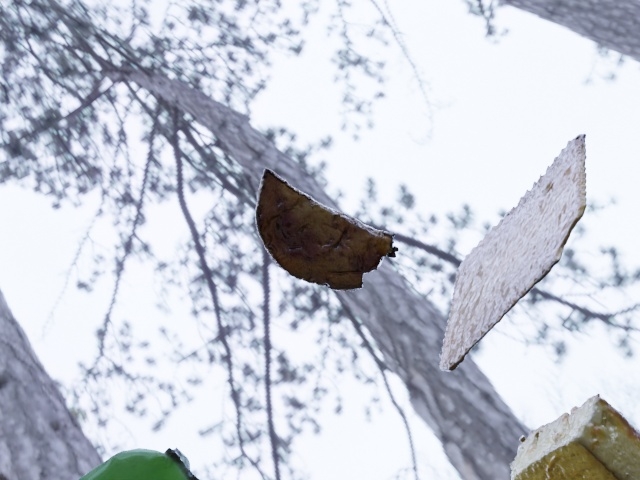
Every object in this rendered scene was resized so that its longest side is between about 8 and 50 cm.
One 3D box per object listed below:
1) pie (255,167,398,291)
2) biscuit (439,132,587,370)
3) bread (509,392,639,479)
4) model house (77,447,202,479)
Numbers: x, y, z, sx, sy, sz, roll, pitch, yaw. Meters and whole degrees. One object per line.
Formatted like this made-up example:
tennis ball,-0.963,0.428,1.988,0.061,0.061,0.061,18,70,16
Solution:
pie,0.000,0.000,1.149,0.170,0.034,0.092,23,-89,-19
biscuit,0.204,0.011,1.180,0.013,0.237,0.232,34,-59,-8
bread,0.390,0.345,1.450,0.275,0.185,0.114,45,-129,1
model house,-0.116,0.351,0.582,0.340,0.300,0.324,-35,-22,-13
